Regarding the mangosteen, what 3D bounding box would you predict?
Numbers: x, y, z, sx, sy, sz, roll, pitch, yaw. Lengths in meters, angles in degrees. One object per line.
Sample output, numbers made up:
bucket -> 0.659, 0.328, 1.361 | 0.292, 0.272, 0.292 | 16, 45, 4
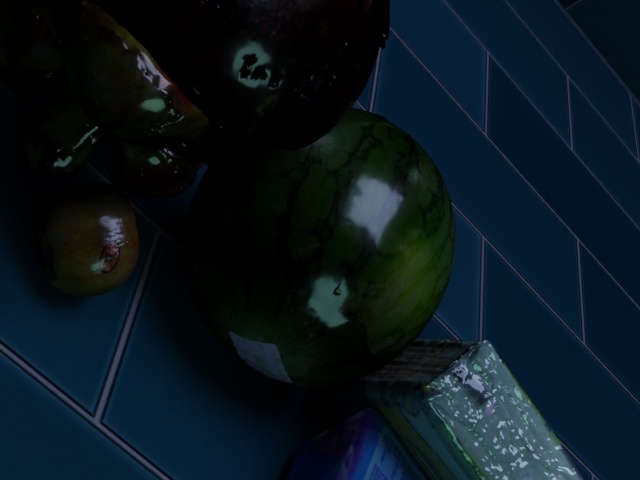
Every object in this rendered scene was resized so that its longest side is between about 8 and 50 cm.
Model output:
mangosteen -> -0.134, -0.248, 1.409 | 0.421, 0.381, 0.381 | -27, 85, -30

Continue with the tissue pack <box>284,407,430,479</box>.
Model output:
tissue pack -> 0.035, 0.357, 1.541 | 0.198, 0.146, 0.263 | 54, 27, -13

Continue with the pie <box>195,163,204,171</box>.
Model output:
pie -> -0.205, -0.158, 1.769 | 0.154, 0.036, 0.154 | 38, 34, -32

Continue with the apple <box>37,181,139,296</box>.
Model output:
apple -> -0.254, -0.001, 1.454 | 0.102, 0.126, 0.126 | -10, 66, -19

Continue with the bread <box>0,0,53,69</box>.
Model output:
bread -> -0.332, -0.271, 1.534 | 0.088, 0.160, 0.233 | 36, 8, 17

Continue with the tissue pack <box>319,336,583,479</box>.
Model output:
tissue pack -> 0.151, 0.237, 1.679 | 0.128, 0.311, 0.228 | -40, 104, -22

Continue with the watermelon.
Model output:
watermelon -> 0.000, 0.000, 1.635 | 0.363, 0.363, 0.363 | 38, 34, -33
